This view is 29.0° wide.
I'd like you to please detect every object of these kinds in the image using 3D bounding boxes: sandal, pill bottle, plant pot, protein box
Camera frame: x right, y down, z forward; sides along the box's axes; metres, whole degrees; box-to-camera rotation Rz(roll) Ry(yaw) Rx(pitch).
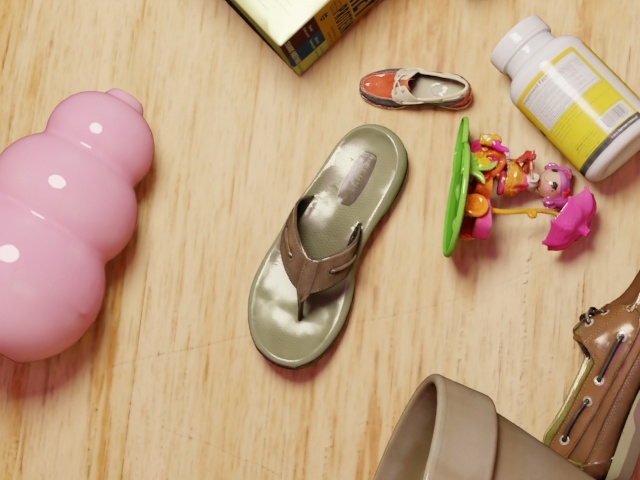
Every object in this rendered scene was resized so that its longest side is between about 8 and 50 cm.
[{"bbox_3d":[-0.001,-0.002,1.410,0.120,0.086,0.303,22,84,15],"label":"sandal"},{"bbox_3d":[0.278,-0.161,1.377,0.103,0.103,0.184,-41,74,1],"label":"pill bottle"},{"bbox_3d":[0.186,0.327,1.223,0.280,0.323,0.323,19,83,-2],"label":"plant pot"},{"bbox_3d":[-0.028,-0.344,1.449,0.201,0.136,0.200,-43,79,1],"label":"protein box"}]

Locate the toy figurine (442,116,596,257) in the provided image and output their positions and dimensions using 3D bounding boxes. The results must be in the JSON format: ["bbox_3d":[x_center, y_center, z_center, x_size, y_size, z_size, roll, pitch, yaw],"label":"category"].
[{"bbox_3d":[0.227,-0.052,1.380,0.159,0.130,0.173,9,56,-1],"label":"toy figurine"}]

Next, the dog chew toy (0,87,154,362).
[{"bbox_3d":[-0.308,-0.029,1.427,0.206,0.206,0.332,26,78,15],"label":"dog chew toy"}]

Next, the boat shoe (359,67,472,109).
[{"bbox_3d":[0.109,-0.178,1.445,0.137,0.043,0.049,8,83,14],"label":"boat shoe"}]

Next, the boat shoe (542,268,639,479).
[{"bbox_3d":[0.319,0.109,1.313,0.104,0.111,0.307,18,83,13],"label":"boat shoe"}]
